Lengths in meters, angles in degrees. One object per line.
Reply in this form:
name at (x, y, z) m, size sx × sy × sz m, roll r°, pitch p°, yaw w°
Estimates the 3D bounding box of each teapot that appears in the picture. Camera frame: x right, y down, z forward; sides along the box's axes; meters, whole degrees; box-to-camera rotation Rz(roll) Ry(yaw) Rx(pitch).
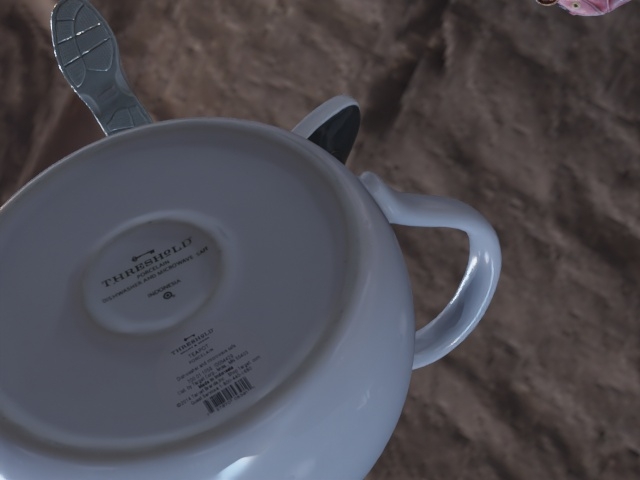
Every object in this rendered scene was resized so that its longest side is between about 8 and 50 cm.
teapot at (-0.057, 0.071, 0.812) m, size 0.256 × 0.187 × 0.253 m, roll 5°, pitch -127°, yaw 20°

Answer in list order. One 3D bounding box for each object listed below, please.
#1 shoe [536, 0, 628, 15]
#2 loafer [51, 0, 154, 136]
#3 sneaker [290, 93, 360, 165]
shoe at (0.155, -0.192, 1.109) m, size 0.178 × 0.081 × 0.063 m, roll -16°, pitch -152°, yaw 13°
loafer at (-0.157, -0.115, 1.121) m, size 0.125 × 0.045 × 0.039 m, roll 63°, pitch 175°, yaw -4°
sneaker at (0.000, 0.000, 1.493) m, size 0.147 × 0.296 × 0.104 m, roll 24°, pitch 158°, yaw 20°
